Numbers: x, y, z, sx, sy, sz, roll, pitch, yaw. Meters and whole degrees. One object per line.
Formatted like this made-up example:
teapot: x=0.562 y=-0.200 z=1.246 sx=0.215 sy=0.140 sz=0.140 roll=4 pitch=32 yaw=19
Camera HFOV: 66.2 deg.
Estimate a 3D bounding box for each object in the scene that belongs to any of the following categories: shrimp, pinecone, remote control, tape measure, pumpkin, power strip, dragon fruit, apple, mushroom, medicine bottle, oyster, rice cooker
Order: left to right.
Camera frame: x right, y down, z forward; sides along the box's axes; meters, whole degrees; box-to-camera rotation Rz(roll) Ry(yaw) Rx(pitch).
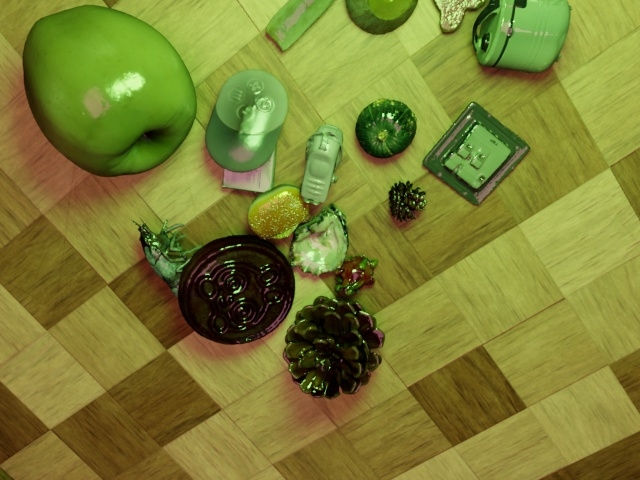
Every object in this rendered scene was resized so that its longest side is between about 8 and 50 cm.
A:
apple: x=-0.587 y=-0.418 z=1.388 sx=0.473 sy=0.474 sz=0.474 roll=1 pitch=109 yaw=3
shrimp: x=-0.501 y=0.088 z=1.705 sx=0.221 sy=0.166 sz=0.411 roll=-15 pitch=104 yaw=34
remote control: x=-0.228 y=-0.372 z=1.523 sx=0.221 sy=0.103 sz=0.332 roll=18 pitch=87 yaw=3
medicine bottle: x=-0.234 y=-0.262 z=1.623 sx=0.171 sy=0.052 sz=0.201 roll=6 pitch=108 yaw=1
mushroom: x=-0.031 y=-0.705 z=1.453 sx=0.312 sy=0.081 sz=0.100 roll=-41 pitch=100 yaw=19
oyster: x=0.000 y=-0.002 z=1.680 sx=0.198 sy=0.092 sz=0.260 roll=15 pitch=114 yaw=-3
tape measure: x=0.011 y=-0.260 z=1.535 sx=0.120 sy=0.197 sz=0.236 roll=16 pitch=129 yaw=3
pinecone: x=0.034 y=0.384 z=1.665 sx=0.384 sy=0.384 sz=0.385 roll=1 pitch=109 yaw=3
dragon fruit: x=0.117 y=0.135 z=1.715 sx=0.138 sy=0.175 sz=0.142 roll=35 pitch=138 yaw=2
pumpkin: x=0.179 y=-0.682 z=1.392 sx=0.217 sy=0.110 sz=0.217 roll=0 pitch=129 yaw=0
pumpkin: x=0.202 y=-0.347 z=1.521 sx=0.190 sy=0.146 sz=0.190 roll=1 pitch=107 yaw=2
pinecone: x=0.281 y=-0.130 z=1.597 sx=0.120 sy=0.140 sz=0.140 roll=-2 pitch=109 yaw=-7
power strip: x=0.499 y=-0.267 z=1.561 sx=0.257 sy=0.092 sz=0.251 roll=34 pitch=104 yaw=-12
rice cooker: x=0.556 y=-0.594 z=1.389 sx=0.244 sy=0.226 sz=0.226 roll=5 pitch=109 yaw=0

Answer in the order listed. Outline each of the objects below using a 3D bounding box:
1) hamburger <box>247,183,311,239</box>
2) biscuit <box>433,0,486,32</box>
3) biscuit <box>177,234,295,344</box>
hamburger: x=-0.135 y=-0.092 z=1.622 sx=0.210 sy=0.116 sz=0.173 roll=-23 pitch=133 yaw=4
biscuit: x=0.355 y=-0.776 z=1.420 sx=0.197 sy=0.049 sz=0.301 roll=-37 pitch=103 yaw=15
biscuit: x=-0.278 y=0.179 z=1.683 sx=0.407 sy=0.091 sz=0.408 roll=-6 pitch=109 yaw=-18
